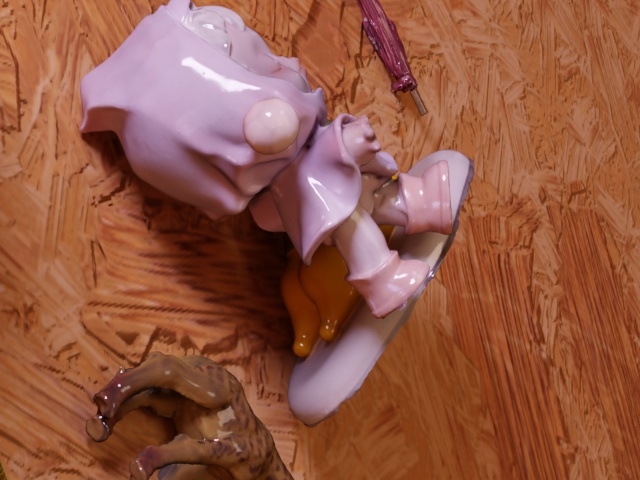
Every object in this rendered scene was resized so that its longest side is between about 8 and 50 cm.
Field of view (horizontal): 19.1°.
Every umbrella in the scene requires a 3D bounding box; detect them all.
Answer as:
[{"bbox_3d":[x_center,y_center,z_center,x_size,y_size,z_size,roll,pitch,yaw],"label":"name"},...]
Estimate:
[{"bbox_3d":[0.054,-0.184,1.682,0.165,0.027,0.025,65,-11,-7],"label":"umbrella"}]

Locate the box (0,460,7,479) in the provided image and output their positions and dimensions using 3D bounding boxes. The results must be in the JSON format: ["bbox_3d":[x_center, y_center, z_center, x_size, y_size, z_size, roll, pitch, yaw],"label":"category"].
[{"bbox_3d":[-0.264,0.091,1.062,0.173,0.043,0.311,-17,88,-57],"label":"box"}]

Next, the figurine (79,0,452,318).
[{"bbox_3d":[-0.034,-0.061,1.333,0.276,0.133,0.200,34,8,-6],"label":"figurine"}]

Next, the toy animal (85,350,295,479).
[{"bbox_3d":[-0.061,0.162,1.319,0.275,0.054,0.149,27,56,-48],"label":"toy animal"}]

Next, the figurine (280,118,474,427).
[{"bbox_3d":[0.000,0.000,1.430,0.141,0.166,0.250,36,55,-14],"label":"figurine"}]
